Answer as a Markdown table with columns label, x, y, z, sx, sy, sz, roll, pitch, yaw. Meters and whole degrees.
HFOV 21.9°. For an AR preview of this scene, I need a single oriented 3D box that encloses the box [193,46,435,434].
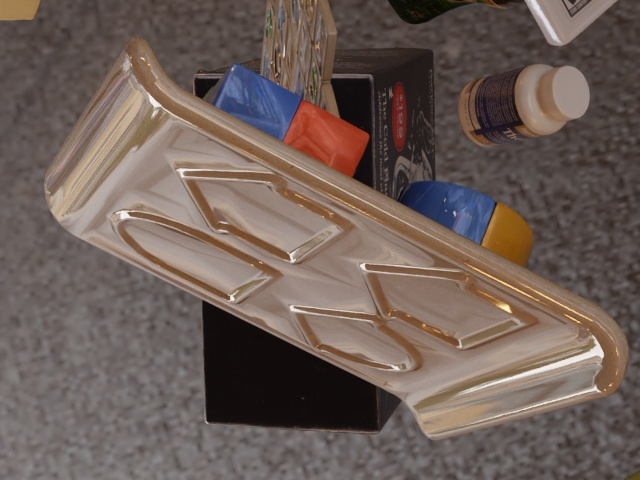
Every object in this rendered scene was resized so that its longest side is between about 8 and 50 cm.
| label | x | y | z | sx | sy | sz | roll | pitch | yaw |
| --- | --- | --- | --- | --- | --- | --- | --- | --- | --- |
| box | 0.006 | -0.015 | 1.668 | 0.179 | 0.312 | 0.343 | 1 | 101 | 13 |

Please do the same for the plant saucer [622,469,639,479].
| label | x | y | z | sx | sy | sz | roll | pitch | yaw |
| --- | --- | --- | --- | --- | --- | --- | --- | --- | --- |
| plant saucer | 0.338 | 0.292 | 1.414 | 0.241 | 0.241 | 0.037 | 54 | 164 | 25 |

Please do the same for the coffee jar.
| label | x | y | z | sx | sy | sz | roll | pitch | yaw |
| --- | --- | --- | --- | --- | --- | --- | --- | --- | --- |
| coffee jar | 0.136 | -0.263 | 1.566 | 0.184 | 0.079 | 0.096 | 2 | 128 | 56 |

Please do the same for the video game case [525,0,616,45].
| label | x | y | z | sx | sy | sz | roll | pitch | yaw |
| --- | --- | --- | --- | --- | --- | --- | --- | --- | --- |
| video game case | 0.210 | -0.298 | 1.274 | 0.206 | 0.227 | 0.026 | 57 | 159 | -21 |

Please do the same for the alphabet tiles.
| label | x | y | z | sx | sy | sz | roll | pitch | yaw |
| --- | --- | --- | --- | --- | --- | --- | --- | --- | --- |
| alphabet tiles | -0.016 | -0.116 | 1.150 | 0.198 | 0.009 | 0.237 | 99 | 165 | -45 |

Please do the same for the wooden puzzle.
| label | x | y | z | sx | sy | sz | roll | pitch | yaw |
| --- | --- | --- | --- | --- | --- | --- | --- | --- | --- |
| wooden puzzle | 0.000 | 0.000 | 1.077 | 0.348 | 0.080 | 0.322 | 32 | 160 | -9 |

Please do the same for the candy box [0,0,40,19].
| label | x | y | z | sx | sy | sz | roll | pitch | yaw |
| --- | --- | --- | --- | --- | --- | --- | --- | --- | --- |
| candy box | -0.272 | -0.297 | 1.040 | 0.316 | 0.087 | 0.183 | 41 | 120 | 27 |

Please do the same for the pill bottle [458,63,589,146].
| label | x | y | z | sx | sy | sz | roll | pitch | yaw |
| --- | --- | --- | --- | --- | --- | --- | --- | --- | --- |
| pill bottle | 0.191 | -0.128 | 1.546 | 0.120 | 0.067 | 0.067 | -10 | 94 | 51 |
